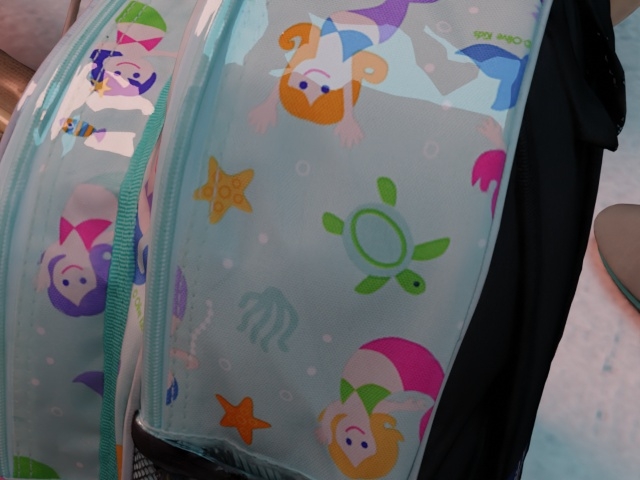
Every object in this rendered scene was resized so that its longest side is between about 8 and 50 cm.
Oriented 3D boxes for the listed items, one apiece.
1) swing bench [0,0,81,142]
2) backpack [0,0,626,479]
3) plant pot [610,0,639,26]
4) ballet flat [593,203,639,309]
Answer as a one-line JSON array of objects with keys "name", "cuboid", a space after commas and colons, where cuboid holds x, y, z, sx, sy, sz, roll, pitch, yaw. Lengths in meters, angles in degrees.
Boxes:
[{"name": "swing bench", "cuboid": [-0.158, -0.143, 0.681, 0.253, 0.255, 0.165, 33, 6, 20]}, {"name": "backpack", "cuboid": [0.000, 0.000, 0.517, 0.191, 0.253, 0.225, 19, 40, 5]}, {"name": "plant pot", "cuboid": [0.077, -0.240, 0.838, 0.275, 0.275, 0.243, 4, 52, -12]}, {"name": "ballet flat", "cuboid": [0.198, 0.034, 0.682, 0.072, 0.068, 0.213, -11, 46, -28]}]
